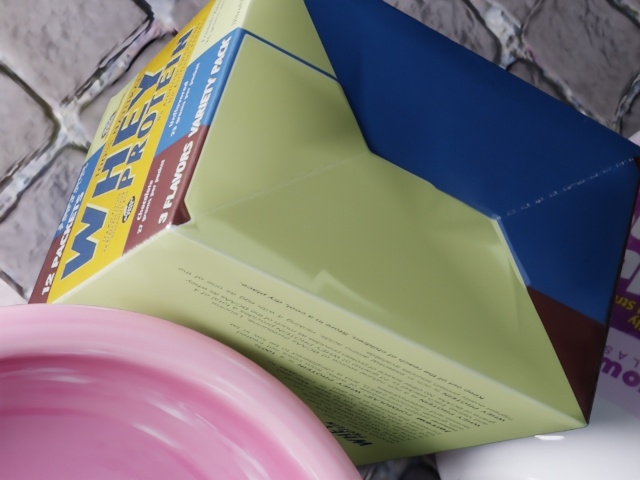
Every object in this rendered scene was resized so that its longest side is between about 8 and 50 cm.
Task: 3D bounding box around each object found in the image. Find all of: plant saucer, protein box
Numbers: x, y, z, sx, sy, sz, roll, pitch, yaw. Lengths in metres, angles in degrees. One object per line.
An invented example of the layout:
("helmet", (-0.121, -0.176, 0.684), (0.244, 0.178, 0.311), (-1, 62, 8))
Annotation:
("plant saucer", (-0.121, 0.192, 0.559), (0.332, 0.084, 0.332), (2, 87, -27))
("protein box", (0.000, 0.000, 0.627), (0.199, 0.201, 0.136), (26, 66, -20))

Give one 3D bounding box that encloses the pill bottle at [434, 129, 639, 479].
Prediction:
("pill bottle", (0.165, 0.086, 0.711), (0.169, 0.169, 0.301), (45, 61, -11))
